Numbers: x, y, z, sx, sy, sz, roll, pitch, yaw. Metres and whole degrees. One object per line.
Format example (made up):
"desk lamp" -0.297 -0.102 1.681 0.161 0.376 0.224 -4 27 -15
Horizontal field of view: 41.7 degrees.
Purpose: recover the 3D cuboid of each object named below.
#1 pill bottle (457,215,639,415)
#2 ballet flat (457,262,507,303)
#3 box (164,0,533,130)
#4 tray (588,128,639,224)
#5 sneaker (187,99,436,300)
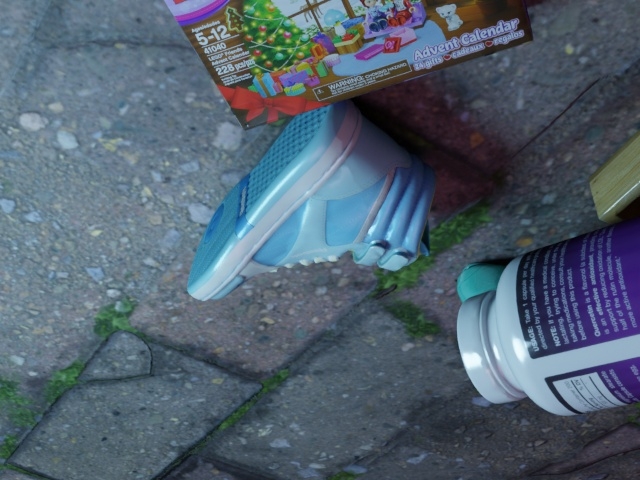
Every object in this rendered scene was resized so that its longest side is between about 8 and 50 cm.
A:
"pill bottle" 0.310 0.074 0.859 0.323 0.181 0.181 -21 132 35
"ballet flat" 0.292 0.079 1.033 0.247 0.087 0.083 2 136 0
"box" 0.020 -0.224 0.744 0.293 0.057 0.201 -15 133 18
"tray" 0.478 -0.135 0.807 0.203 0.076 0.411 21 133 -18
"sneaker" 0.000 0.000 0.936 0.208 0.127 0.319 28 132 -23
